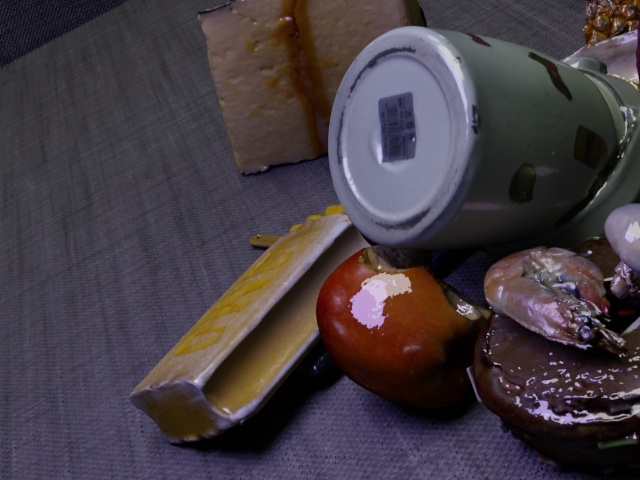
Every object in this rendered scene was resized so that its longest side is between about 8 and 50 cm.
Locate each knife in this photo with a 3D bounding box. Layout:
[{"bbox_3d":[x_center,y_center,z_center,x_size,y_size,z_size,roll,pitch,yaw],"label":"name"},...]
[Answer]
[{"bbox_3d":[0.000,-0.001,1.567,0.256,0.022,0.046,5,36,47],"label":"knife"}]

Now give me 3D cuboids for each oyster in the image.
[{"bbox_3d":[0.362,-0.191,1.521,0.345,0.079,0.129,-23,48,6],"label":"oyster"}]

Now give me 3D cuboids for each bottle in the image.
[{"bbox_3d":[0.200,-0.084,1.239,0.351,0.229,0.229,1,5,-39],"label":"bottle"}]

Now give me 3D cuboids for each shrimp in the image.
[{"bbox_3d":[0.204,0.048,1.049,0.101,0.042,0.190,-23,27,-10],"label":"shrimp"}]

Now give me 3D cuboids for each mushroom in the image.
[{"bbox_3d":[0.269,0.013,1.034,0.085,0.085,0.079,-101,34,-62],"label":"mushroom"}]

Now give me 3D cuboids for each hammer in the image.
[{"bbox_3d":[0.085,0.062,1.360,0.290,0.037,0.137,-41,28,-25],"label":"hammer"}]

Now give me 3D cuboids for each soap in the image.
[{"bbox_3d":[-0.068,0.096,1.348,0.274,0.089,0.173,-48,15,-32],"label":"soap"}]

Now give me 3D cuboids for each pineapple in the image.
[{"bbox_3d":[0.387,-0.317,1.690,0.114,0.114,0.077,-27,8,-7],"label":"pineapple"}]

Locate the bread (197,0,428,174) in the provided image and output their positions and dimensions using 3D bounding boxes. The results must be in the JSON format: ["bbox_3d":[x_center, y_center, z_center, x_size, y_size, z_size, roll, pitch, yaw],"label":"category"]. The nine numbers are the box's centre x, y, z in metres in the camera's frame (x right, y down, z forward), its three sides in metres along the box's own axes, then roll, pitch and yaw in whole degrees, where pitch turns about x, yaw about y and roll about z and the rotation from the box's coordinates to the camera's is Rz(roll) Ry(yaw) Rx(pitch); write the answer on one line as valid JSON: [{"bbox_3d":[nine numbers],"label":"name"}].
[{"bbox_3d":[-0.004,-0.287,1.750,0.345,0.405,0.242,-4,44,17],"label":"bread"}]

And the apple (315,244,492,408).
[{"bbox_3d":[0.082,0.087,1.196,0.147,0.156,0.158,-39,39,-2],"label":"apple"}]

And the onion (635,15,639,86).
[{"bbox_3d":[0.483,-0.213,1.243,0.282,0.260,0.336,-37,28,-28],"label":"onion"}]

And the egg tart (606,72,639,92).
[{"bbox_3d":[0.328,-0.146,1.444,0.130,0.052,0.130,-9,59,15],"label":"egg tart"}]

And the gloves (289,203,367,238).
[{"bbox_3d":[0.057,-0.046,1.448,0.133,0.116,0.294,-8,-4,-24],"label":"gloves"}]

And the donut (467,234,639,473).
[{"bbox_3d":[0.262,0.092,1.076,0.269,0.103,0.270,-19,28,11],"label":"donut"}]
